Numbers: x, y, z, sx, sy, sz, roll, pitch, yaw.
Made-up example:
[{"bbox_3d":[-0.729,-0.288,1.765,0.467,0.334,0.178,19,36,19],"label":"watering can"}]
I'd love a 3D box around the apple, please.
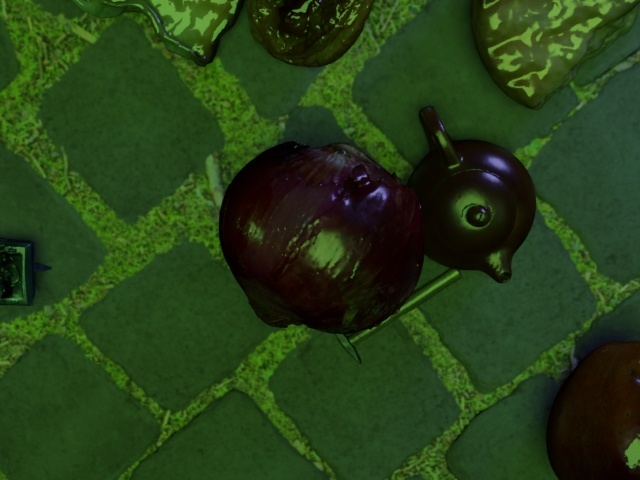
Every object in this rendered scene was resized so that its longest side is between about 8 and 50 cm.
[{"bbox_3d":[0.427,0.257,1.358,0.233,0.234,0.234,0,103,0],"label":"apple"}]

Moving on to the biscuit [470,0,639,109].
[{"bbox_3d":[0.311,-0.319,1.285,0.274,0.091,0.213,-37,103,9],"label":"biscuit"}]

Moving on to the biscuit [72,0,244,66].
[{"bbox_3d":[-0.233,-0.374,1.284,0.329,0.078,0.335,-20,102,2],"label":"biscuit"}]

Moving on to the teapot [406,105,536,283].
[{"bbox_3d":[0.193,-0.061,1.322,0.178,0.135,0.252,-26,102,2],"label":"teapot"}]

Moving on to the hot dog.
[{"bbox_3d":[-0.001,-0.333,1.280,0.160,0.099,0.227,21,99,4],"label":"hot dog"}]

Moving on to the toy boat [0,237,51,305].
[{"bbox_3d":[-0.503,0.041,1.363,0.245,0.103,0.093,3,104,2],"label":"toy boat"}]

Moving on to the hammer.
[{"bbox_3d":[0.116,0.101,1.419,0.198,0.013,0.062,-33,101,8],"label":"hammer"}]

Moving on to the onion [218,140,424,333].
[{"bbox_3d":[0.000,0.000,1.265,0.276,0.276,0.276,0,103,0],"label":"onion"}]
